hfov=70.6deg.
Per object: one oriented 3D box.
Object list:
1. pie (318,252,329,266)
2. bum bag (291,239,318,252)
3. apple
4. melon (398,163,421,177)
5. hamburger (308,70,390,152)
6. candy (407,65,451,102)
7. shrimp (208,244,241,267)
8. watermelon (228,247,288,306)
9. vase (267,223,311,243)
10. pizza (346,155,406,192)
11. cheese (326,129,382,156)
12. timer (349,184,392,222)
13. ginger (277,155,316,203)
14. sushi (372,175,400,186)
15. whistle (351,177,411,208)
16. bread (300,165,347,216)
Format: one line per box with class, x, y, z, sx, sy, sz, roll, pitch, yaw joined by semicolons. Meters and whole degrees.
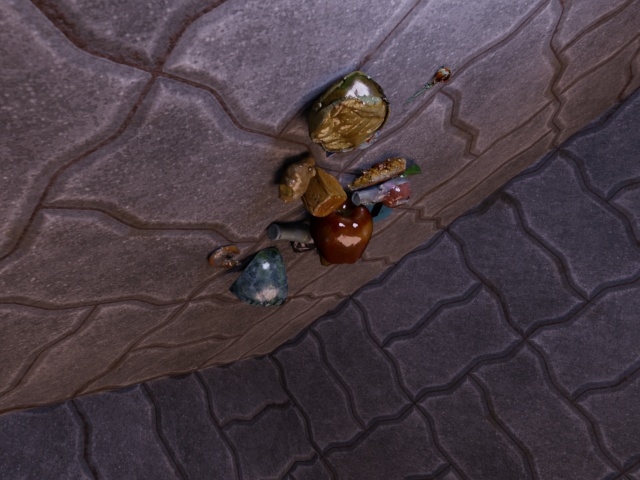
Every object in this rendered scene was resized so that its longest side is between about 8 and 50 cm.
pie;0.125;0.021;2.542;0.288;0.103;0.355;-6;147;-48
bum bag;0.000;0.000;2.302;0.310;0.074;0.137;-7;134;-22
apple;0.096;-0.047;2.061;0.288;0.288;0.317;-24;142;-20
melon;0.412;-0.327;2.149;0.114;0.053;0.262;-9;-172;25
hamburger;0.086;-0.404;1.445;0.265;0.134;0.285;-31;156;19
candy;0.395;-0.563;1.655;0.184;0.049;0.055;-32;131;27
shrimp;-0.408;0.078;1.984;0.132;0.052;0.187;-36;157;15
watermelon;-0.312;0.200;2.225;0.289;0.213;0.320;-20;113;-17
vase;-0.141;-0.034;2.054;0.096;0.096;0.219;-43;154;30
pizza;0.252;-0.298;1.998;0.305;0.085;0.161;-24;-179;-13
cheese;0.130;-0.373;1.678;0.244;0.062;0.155;-26;161;-12
timer;0.261;-0.181;2.225;0.250;0.091;0.232;-16;148;-26
ginger;-0.094;-0.215;1.674;0.157;0.102;0.216;-50;170;-40
sushi;0.295;-0.231;2.273;0.231;0.047;0.219;-16;155;-35
whistle;0.288;-0.204;2.022;0.346;0.134;0.142;-13;176;-37
bread;0.002;-0.189;1.798;0.149;0.158;0.143;-45;155;23
